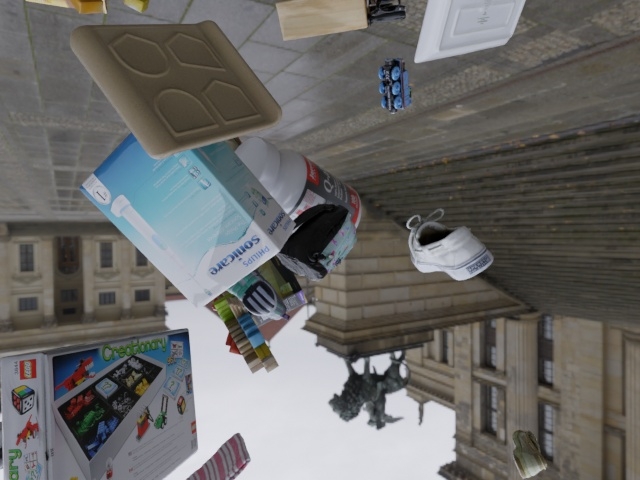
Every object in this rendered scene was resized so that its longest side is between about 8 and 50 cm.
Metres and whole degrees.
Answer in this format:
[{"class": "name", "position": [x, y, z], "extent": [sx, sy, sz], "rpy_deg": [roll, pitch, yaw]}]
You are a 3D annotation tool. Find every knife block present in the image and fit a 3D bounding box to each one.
[{"class": "knife block", "position": [0.067, -0.550, 1.023], "extent": [0.276, 0.088, 0.242], "rpy_deg": [-30, -142, -23]}]

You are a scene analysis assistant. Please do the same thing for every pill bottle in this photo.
[{"class": "pill bottle", "position": [-0.069, -0.124, 1.193], "extent": [0.210, 0.210, 0.363], "rpy_deg": [0, 162, 43]}]

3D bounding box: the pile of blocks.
[{"class": "pile of blocks", "position": [-0.273, 0.279, 1.397], "extent": [0.113, 0.362, 0.149], "rpy_deg": [-29, 149, -16]}]

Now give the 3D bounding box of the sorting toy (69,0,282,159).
[{"class": "sorting toy", "position": [-0.224, -0.262, 0.629], "extent": [0.229, 0.307, 0.041], "rpy_deg": [-32, 173, -41]}]

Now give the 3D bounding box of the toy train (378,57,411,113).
[{"class": "toy train", "position": [0.253, -0.528, 1.463], "extent": [0.080, 0.184, 0.105], "rpy_deg": [21, -133, 38]}]

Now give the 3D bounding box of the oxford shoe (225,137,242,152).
[{"class": "oxford shoe", "position": [-0.286, -0.227, 1.239], "extent": [0.140, 0.397, 0.146], "rpy_deg": [-43, -161, 31]}]

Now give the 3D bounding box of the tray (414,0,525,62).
[{"class": "tray", "position": [0.294, -0.415, 0.801], "extent": [0.270, 0.145, 0.030], "rpy_deg": [-22, -130, -28]}]

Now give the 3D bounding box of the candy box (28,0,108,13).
[{"class": "candy box", "position": [-0.638, -0.642, 1.077], "extent": [0.187, 0.053, 0.109], "rpy_deg": [2, 154, -18]}]

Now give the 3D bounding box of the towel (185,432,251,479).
[{"class": "towel", "position": [-0.262, 0.575, 1.066], "extent": [0.197, 0.029, 0.144], "rpy_deg": [-41, -164, -16]}]

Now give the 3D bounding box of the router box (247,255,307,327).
[{"class": "router box", "position": [-0.219, 0.180, 1.729], "extent": [0.243, 0.081, 0.309], "rpy_deg": [-26, -140, -8]}]

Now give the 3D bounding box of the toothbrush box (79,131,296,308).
[{"class": "toothbrush box", "position": [-0.225, -0.059, 0.767], "extent": [0.216, 0.295, 0.126], "rpy_deg": [-36, -167, 23]}]

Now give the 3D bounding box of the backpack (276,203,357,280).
[{"class": "backpack", "position": [0.000, 0.000, 0.998], "extent": [0.152, 0.182, 0.115], "rpy_deg": [23, 150, 36]}]

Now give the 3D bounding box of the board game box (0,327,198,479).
[{"class": "board game box", "position": [-0.245, 0.219, 0.539], "extent": [0.053, 0.192, 0.305], "rpy_deg": [-8, 171, 8]}]

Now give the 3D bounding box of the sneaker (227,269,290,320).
[{"class": "sneaker", "position": [-0.153, 0.094, 0.917], "extent": [0.224, 0.083, 0.098], "rpy_deg": [44, 177, 38]}]

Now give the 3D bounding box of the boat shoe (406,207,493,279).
[{"class": "boat shoe", "position": [0.282, -0.005, 1.077], "extent": [0.136, 0.156, 0.367], "rpy_deg": [-34, -175, 1]}]

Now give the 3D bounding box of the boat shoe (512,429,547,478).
[{"class": "boat shoe", "position": [0.376, 0.375, 0.771], "extent": [0.048, 0.056, 0.153], "rpy_deg": [-27, 161, 21]}]

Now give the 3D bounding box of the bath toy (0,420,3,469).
[{"class": "bath toy", "position": [-0.626, 0.442, 0.943], "extent": [0.348, 0.129, 0.151], "rpy_deg": [-4, 177, -40]}]
